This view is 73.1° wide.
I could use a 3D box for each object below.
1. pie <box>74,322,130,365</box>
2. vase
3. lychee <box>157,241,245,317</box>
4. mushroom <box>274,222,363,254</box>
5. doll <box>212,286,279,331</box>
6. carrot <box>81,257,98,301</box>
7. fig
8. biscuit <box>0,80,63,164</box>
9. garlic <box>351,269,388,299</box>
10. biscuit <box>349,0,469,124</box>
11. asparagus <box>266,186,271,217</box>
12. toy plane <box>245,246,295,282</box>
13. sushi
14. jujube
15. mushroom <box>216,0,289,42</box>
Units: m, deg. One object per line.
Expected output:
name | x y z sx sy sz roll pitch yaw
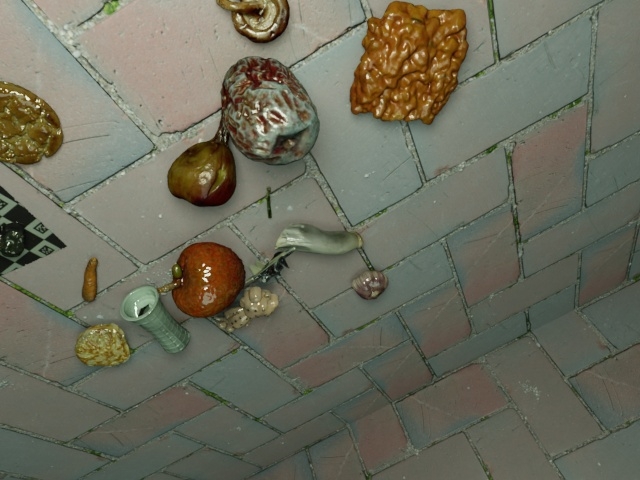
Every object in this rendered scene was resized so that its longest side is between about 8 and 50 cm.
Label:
pie | -0.809 0.393 1.612 0.178 0.084 0.205 -11 133 -15
vase | -0.593 0.304 1.592 0.143 0.143 0.299 -21 140 -4
lychee | -0.391 0.130 1.435 0.299 0.255 0.255 9 127 -34
mushroom | 0.002 0.002 1.567 0.351 0.109 0.097 5 131 -27
doll | -0.297 0.275 1.710 0.278 0.119 0.154 -29 136 19
carrot | -0.752 0.125 1.415 0.047 0.047 0.191 6 125 -28
fig | -0.310 -0.220 1.182 0.190 0.191 0.290 5 130 -27
biscuit | -0.746 -0.275 1.035 0.225 0.042 0.226 -13 136 -13
garlic | 0.218 0.193 1.848 0.159 0.102 0.147 10 125 -31
biscuit | 0.251 -0.489 1.208 0.311 0.111 0.318 -3 132 -19
asparagus | -0.171 -0.126 1.439 0.018 0.015 0.127 -17 137 -21
toy plane | -0.164 0.093 1.537 0.261 0.088 0.192 -23 -175 41
sushi | -0.953 -0.001 1.186 0.319 0.069 0.339 -23 136 -2
jujube | -0.133 -0.320 1.064 0.225 0.317 0.226 -17 142 -14
mushroom | -0.158 -0.539 1.008 0.170 0.080 0.135 5 117 -26
